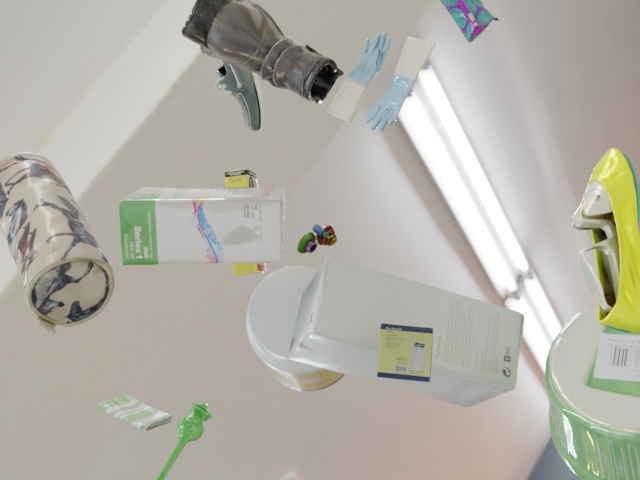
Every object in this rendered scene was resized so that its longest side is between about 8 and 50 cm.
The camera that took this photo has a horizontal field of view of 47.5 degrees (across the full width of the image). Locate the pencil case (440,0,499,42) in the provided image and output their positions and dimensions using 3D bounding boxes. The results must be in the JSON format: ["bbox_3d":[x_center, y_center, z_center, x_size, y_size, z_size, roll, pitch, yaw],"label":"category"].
[{"bbox_3d":[0.244,-0.428,1.281,0.064,0.152,0.070,-36,3,20],"label":"pencil case"}]

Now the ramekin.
[{"bbox_3d":[0.488,0.225,1.097,0.303,0.303,0.148,-44,-52,-23],"label":"ramekin"}]

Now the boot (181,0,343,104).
[{"bbox_3d":[-0.074,-0.287,1.135,0.118,0.222,0.338,-59,3,18],"label":"boot"}]

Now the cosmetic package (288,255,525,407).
[{"bbox_3d":[0.151,0.179,1.358,0.384,0.217,0.156,19,-116,-9],"label":"cosmetic package"}]

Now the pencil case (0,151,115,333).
[{"bbox_3d":[-0.550,-0.003,1.442,0.183,0.410,0.160,-50,-40,9],"label":"pencil case"}]

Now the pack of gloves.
[{"bbox_3d":[0.142,-0.360,1.667,0.046,0.195,0.232,29,-90,-49],"label":"pack of gloves"}]

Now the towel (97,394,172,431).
[{"bbox_3d":[-0.450,0.416,1.771,0.113,0.152,0.023,3,-75,-66],"label":"towel"}]

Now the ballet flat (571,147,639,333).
[{"bbox_3d":[0.343,-0.004,0.866,0.077,0.077,0.231,-2,-107,-6],"label":"ballet flat"}]

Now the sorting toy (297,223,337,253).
[{"bbox_3d":[0.000,0.000,1.539,0.102,0.042,0.061,-30,-37,-36],"label":"sorting toy"}]

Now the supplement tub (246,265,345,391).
[{"bbox_3d":[-0.040,0.207,1.685,0.241,0.241,0.331,-54,-16,-14],"label":"supplement tub"}]

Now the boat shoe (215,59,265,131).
[{"bbox_3d":[-0.205,-0.392,1.680,0.099,0.116,0.320,-20,-57,-12],"label":"boat shoe"}]

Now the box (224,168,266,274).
[{"bbox_3d":[-0.168,-0.039,1.634,0.087,0.058,0.232,21,-116,-80],"label":"box"}]

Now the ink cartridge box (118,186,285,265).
[{"bbox_3d":[-0.203,-0.031,1.316,0.278,0.201,0.117,-1,-80,-3],"label":"ink cartridge box"}]

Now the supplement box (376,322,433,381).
[{"bbox_3d":[0.134,0.176,1.143,0.056,0.083,0.083,48,-133,-79],"label":"supplement box"}]

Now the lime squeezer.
[{"bbox_3d":[-0.277,0.411,1.602,0.310,0.058,0.110,-63,-12,-64],"label":"lime squeezer"}]
